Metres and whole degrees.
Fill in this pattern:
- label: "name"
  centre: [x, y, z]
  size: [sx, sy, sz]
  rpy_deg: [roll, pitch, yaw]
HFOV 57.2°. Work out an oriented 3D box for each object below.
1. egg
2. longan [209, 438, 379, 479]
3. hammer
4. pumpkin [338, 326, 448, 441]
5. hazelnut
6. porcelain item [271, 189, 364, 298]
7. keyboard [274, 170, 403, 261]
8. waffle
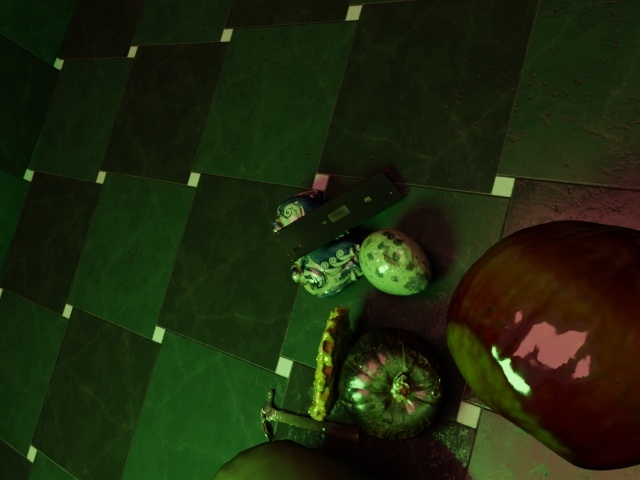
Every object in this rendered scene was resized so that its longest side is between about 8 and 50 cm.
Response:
- label: "egg"
  centre: [0.171, 0.052, 1.330]
  size: [0.181, 0.141, 0.141]
  rpy_deg: [38, 100, 24]
- label: "longan"
  centre: [-0.049, 0.592, 1.171]
  size: [0.435, 0.404, 0.404]
  rpy_deg: [-6, 71, 1]
- label: "hammer"
  centre: [-0.028, 0.447, 1.429]
  size: [0.297, 0.027, 0.125]
  rpy_deg: [1, 77, 34]
- label: "pumpkin"
  centre: [0.150, 0.303, 1.232]
  size: [0.237, 0.159, 0.238]
  rpy_deg: [0, 84, 2]
- label: "hazelnut"
  centre: [0.416, 0.161, 0.980]
  size: [0.402, 0.402, 0.429]
  rpy_deg: [-54, 42, 10]
- label: "porcelain item"
  centre: [0.000, 0.000, 1.469]
  size: [0.186, 0.138, 0.288]
  rpy_deg: [-29, 63, 13]
- label: "keyboard"
  centre: [0.047, -0.056, 1.416]
  size: [0.317, 0.027, 0.106]
  rpy_deg: [-29, 64, -10]
- label: "waffle"
  centre: [0.027, 0.270, 1.308]
  size: [0.052, 0.254, 0.245]
  rpy_deg: [9, 95, 13]
